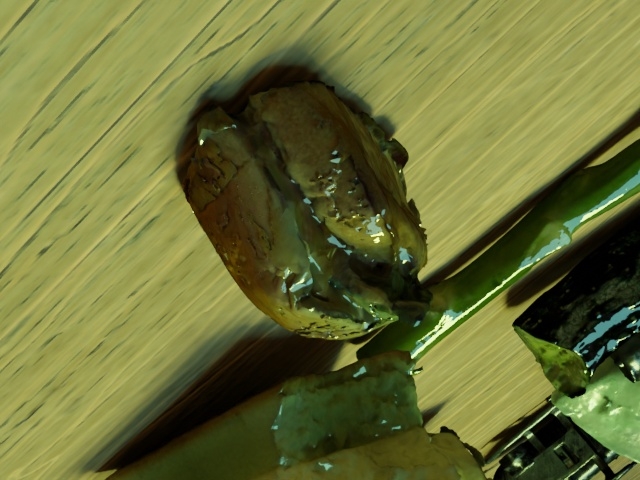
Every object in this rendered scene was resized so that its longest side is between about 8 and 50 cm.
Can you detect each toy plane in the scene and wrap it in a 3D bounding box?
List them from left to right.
[{"bbox_3d":[0.219,0.245,1.595,0.382,0.106,0.155,-44,170,15],"label":"toy plane"}]

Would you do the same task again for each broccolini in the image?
[{"bbox_3d":[0.193,-0.019,0.952,0.392,0.074,0.079,-39,160,18],"label":"broccolini"}]

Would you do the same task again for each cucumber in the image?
[{"bbox_3d":[0.274,-0.005,1.113,0.303,0.081,0.072,-38,-156,0],"label":"cucumber"}]

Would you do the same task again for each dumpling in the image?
[{"bbox_3d":[0.315,0.126,1.375,0.217,0.149,0.105,-24,149,-6],"label":"dumpling"}]

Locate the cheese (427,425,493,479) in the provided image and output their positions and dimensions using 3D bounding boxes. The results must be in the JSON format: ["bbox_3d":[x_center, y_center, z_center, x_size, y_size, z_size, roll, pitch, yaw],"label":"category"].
[{"bbox_3d":[0.054,0.231,1.263,0.167,0.123,0.094,-18,-162,-34],"label":"cheese"}]

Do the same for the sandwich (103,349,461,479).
[{"bbox_3d":[0.009,0.149,0.965,0.186,0.108,0.220,-30,162,31],"label":"sandwich"}]

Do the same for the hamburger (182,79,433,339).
[{"bbox_3d":[0.001,0.005,0.678,0.087,0.102,0.176,-24,162,11],"label":"hamburger"}]

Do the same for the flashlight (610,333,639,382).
[{"bbox_3d":[0.343,0.040,1.307,0.232,0.093,0.093,-31,160,-3],"label":"flashlight"}]
